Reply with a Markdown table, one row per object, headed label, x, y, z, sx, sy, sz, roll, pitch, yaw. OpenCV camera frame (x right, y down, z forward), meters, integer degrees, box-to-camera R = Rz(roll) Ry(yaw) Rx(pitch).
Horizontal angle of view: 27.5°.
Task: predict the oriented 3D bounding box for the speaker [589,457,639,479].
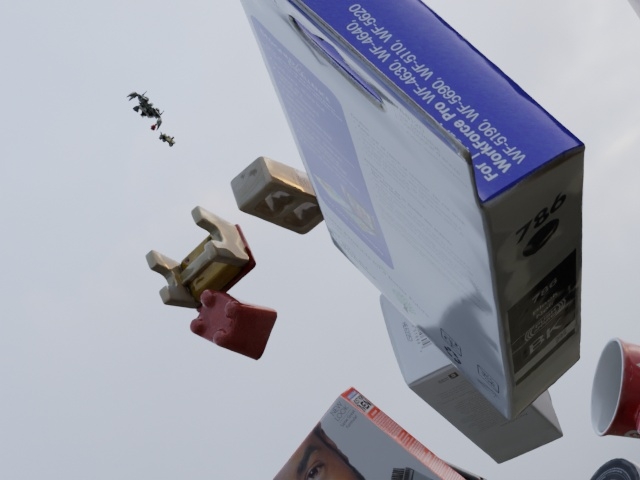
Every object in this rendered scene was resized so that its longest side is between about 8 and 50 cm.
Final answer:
| label | x | y | z | sx | sy | sz | roll | pitch | yaw |
| --- | --- | --- | --- | --- | --- | --- | --- | --- | --- |
| speaker | 0.192 | 0.149 | 0.620 | 0.055 | 0.136 | 0.055 | -159 | 90 | -75 |

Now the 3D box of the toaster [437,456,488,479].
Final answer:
| label | x | y | z | sx | sy | sz | roll | pitch | yaw |
| --- | --- | --- | --- | --- | --- | --- | --- | --- | --- |
| toaster | 0.095 | 0.348 | 1.632 | 0.110 | 0.185 | 0.168 | 108 | -174 | -63 |

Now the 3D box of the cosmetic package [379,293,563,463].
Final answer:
| label | x | y | z | sx | sy | sz | roll | pitch | yaw |
| --- | --- | --- | --- | --- | --- | --- | --- | --- | --- |
| cosmetic package | 0.156 | 0.129 | 1.328 | 0.085 | 0.117 | 0.231 | -27 | -40 | 15 |

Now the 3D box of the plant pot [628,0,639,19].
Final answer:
| label | x | y | z | sx | sy | sz | roll | pitch | yaw |
| --- | --- | --- | --- | --- | --- | --- | --- | --- | --- |
| plant pot | 0.270 | -0.211 | 0.765 | 0.272 | 0.272 | 0.265 | -46 | -23 | 6 |

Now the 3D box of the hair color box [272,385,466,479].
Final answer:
| label | x | y | z | sx | sy | sz | roll | pitch | yaw |
| --- | --- | --- | --- | --- | --- | --- | --- | --- | --- |
| hair color box | 0.057 | 0.207 | 1.047 | 0.093 | 0.167 | 0.053 | -53 | -9 | 9 |

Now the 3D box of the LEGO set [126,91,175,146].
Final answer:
| label | x | y | z | sx | sy | sz | roll | pitch | yaw |
| --- | --- | --- | --- | --- | --- | --- | --- | --- | --- |
| LEGO set | -0.187 | -0.142 | 1.471 | 0.023 | 0.054 | 0.083 | -45 | -30 | -8 |

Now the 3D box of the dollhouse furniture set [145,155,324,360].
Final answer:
| label | x | y | z | sx | sy | sz | roll | pitch | yaw |
| --- | --- | --- | --- | --- | --- | --- | --- | --- | --- |
| dollhouse furniture set | 0.000 | 0.000 | 1.468 | 0.374 | 0.201 | 0.152 | -41 | -37 | 24 |

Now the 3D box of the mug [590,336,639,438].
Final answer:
| label | x | y | z | sx | sy | sz | roll | pitch | yaw |
| --- | --- | --- | --- | --- | --- | --- | --- | --- | --- |
| mug | 0.404 | 0.194 | 1.477 | 0.113 | 0.169 | 0.150 | 105 | 173 | -48 |

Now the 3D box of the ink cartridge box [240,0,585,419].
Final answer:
| label | x | y | z | sx | sy | sz | roll | pitch | yaw |
| --- | --- | --- | --- | --- | --- | --- | --- | --- | --- |
| ink cartridge box | 0.051 | -0.032 | 0.634 | 0.065 | 0.165 | 0.333 | -41 | -24 | -7 |
